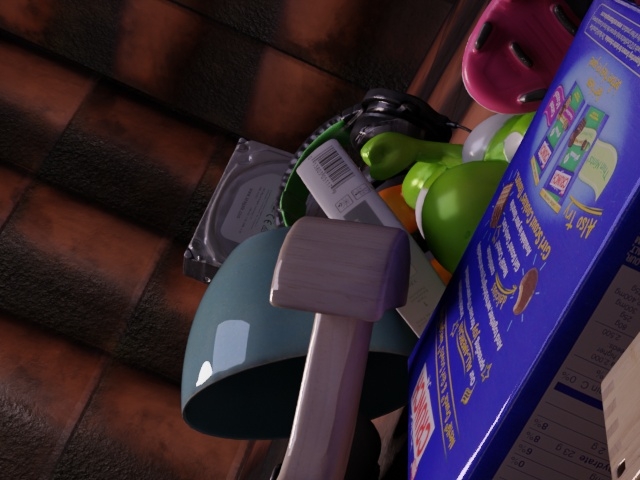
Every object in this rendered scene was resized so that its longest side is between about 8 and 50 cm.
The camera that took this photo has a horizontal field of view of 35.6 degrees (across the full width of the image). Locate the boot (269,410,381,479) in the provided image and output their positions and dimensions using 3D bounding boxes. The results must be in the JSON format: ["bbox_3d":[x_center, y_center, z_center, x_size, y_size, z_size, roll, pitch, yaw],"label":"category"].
[{"bbox_3d":[-0.046,0.353,0.987,0.445,0.146,0.367,-57,-8,-33],"label":"boot"}]

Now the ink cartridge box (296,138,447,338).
[{"bbox_3d":[0.079,0.032,0.966,0.066,0.232,0.189,-40,38,5],"label":"ink cartridge box"}]

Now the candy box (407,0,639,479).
[{"bbox_3d":[0.168,0.027,0.615,0.268,0.122,0.317,-78,13,-69],"label":"candy box"}]

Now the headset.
[{"bbox_3d":[0.091,-0.108,1.281,0.394,0.185,0.243,-19,50,30],"label":"headset"}]

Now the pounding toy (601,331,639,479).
[{"bbox_3d":[0.159,0.065,0.346,0.100,0.141,0.130,-73,7,-58],"label":"pounding toy"}]

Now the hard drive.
[{"bbox_3d":[0.000,0.000,1.444,0.064,0.339,0.236,106,-175,-56],"label":"hard drive"}]

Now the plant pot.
[{"bbox_3d":[-0.029,0.099,1.190,0.290,0.290,0.195,119,145,-56],"label":"plant pot"}]

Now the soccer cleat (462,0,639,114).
[{"bbox_3d":[0.257,-0.230,0.834,0.331,0.116,0.143,-45,-4,15],"label":"soccer cleat"}]

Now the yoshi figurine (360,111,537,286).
[{"bbox_3d":[0.138,-0.020,0.980,0.362,0.204,0.202,133,145,-72],"label":"yoshi figurine"}]

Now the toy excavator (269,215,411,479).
[{"bbox_3d":[-0.039,0.248,0.664,0.445,0.222,0.432,-60,-25,-61],"label":"toy excavator"}]
